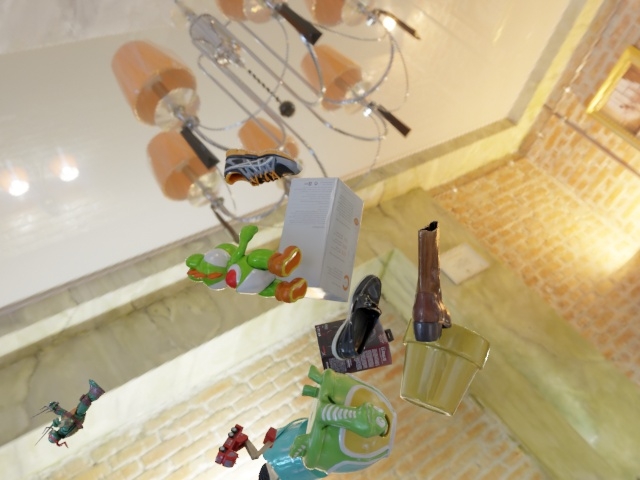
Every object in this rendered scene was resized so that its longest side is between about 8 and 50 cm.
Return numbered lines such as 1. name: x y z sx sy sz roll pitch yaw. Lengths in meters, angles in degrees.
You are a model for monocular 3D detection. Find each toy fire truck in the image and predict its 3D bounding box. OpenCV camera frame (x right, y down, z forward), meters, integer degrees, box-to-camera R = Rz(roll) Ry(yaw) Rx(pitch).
1. toy fire truck: -0.221 0.620 1.812 0.192 0.135 0.047 -53 -15 -62

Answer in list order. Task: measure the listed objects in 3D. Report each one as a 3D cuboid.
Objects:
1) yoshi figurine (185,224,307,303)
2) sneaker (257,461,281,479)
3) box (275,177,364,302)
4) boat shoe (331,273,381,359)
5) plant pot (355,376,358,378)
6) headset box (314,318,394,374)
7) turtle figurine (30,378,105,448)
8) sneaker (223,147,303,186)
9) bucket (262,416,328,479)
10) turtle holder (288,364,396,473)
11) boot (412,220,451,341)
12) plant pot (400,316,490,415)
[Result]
1. yoshi figurine: -0.208 0.071 1.716 0.203 0.362 0.204 42 -122 -58
2. sneaker: -0.125 0.720 1.739 0.075 0.161 0.057 19 -63 -40
3. box: 0.000 0.000 1.894 0.215 0.168 0.345 34 -118 -58
4. boat shoe: 0.156 0.266 2.117 0.127 0.113 0.340 47 -121 -26
5. plant pot: 0.145 0.665 2.562 0.095 0.134 0.134 -33 -24 10
6. headset box: 0.138 0.400 2.338 0.293 0.218 0.110 -12 -62 -1
7. turtle figurine: -0.760 0.527 1.815 0.234 0.175 0.118 -47 -60 -28
8. sneaker: -0.141 -0.169 1.452 0.084 0.215 0.083 44 -124 -56
9. bucket: -0.083 0.883 2.501 0.183 0.281 0.281 -29 -18 29
10. turtle holder: 0.063 0.416 1.420 0.243 0.227 0.320 -77 1 -50
11. boot: 0.276 0.091 1.533 0.264 0.096 0.280 -13 -77 -65
12. plant pot: 0.352 0.382 1.795 0.254 0.254 0.239 59 -131 -64
